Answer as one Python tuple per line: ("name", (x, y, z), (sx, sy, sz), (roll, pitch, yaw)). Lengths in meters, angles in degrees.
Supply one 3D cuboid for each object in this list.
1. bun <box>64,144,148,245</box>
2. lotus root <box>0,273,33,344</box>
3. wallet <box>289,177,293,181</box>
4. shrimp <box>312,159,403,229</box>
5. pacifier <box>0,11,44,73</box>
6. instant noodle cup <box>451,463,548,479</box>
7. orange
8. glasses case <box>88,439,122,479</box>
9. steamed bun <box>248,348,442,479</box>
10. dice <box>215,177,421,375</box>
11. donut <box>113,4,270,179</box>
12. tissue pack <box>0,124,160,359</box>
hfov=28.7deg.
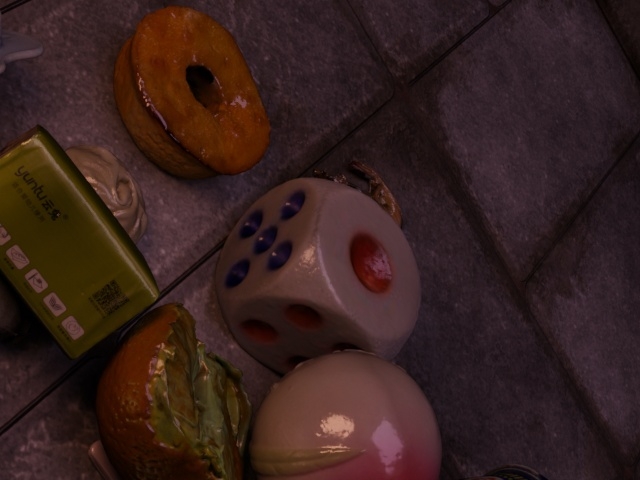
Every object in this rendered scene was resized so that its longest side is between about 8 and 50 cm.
("bun", (-0.332, -0.059, 1.876), (0.183, 0.102, 0.183), (19, 61, -38))
("lotus root", (-0.454, 0.088, 1.699), (0.165, 0.088, 0.088), (50, 43, -33))
("wallet", (0.000, 0.000, 2.261), (0.232, 0.031, 0.122), (43, 51, -23))
("shrimp", (0.072, -0.095, 2.373), (0.251, 0.052, 0.143), (34, 40, -42))
("pacifier", (-0.519, -0.216, 1.709), (0.299, 0.244, 0.233), (-55, 149, -69))
("instant noodle cup", (0.217, 0.516, 2.104), (0.312, 0.284, 0.284), (9, 67, -36))
("orange", (-0.204, 0.251, 1.792), (0.334, 0.196, 0.262), (51, 37, -41))
("glasses case", (-0.303, 0.324, 1.795), (0.083, 0.021, 0.032), (56, 45, -13))
("steamed bun", (0.054, 0.341, 1.896), (0.309, 0.309, 0.309), (22, 58, -40))
("dice", (-0.006, 0.070, 2.057), (0.259, 0.251, 0.243), (39, 50, -29))
("donut", (-0.220, -0.233, 2.071), (0.303, 0.110, 0.303), (25, 54, -38))
("tissue pack", (-0.365, -0.004, 1.715), (0.167, 0.200, 0.275), (-35, 104, -6))
